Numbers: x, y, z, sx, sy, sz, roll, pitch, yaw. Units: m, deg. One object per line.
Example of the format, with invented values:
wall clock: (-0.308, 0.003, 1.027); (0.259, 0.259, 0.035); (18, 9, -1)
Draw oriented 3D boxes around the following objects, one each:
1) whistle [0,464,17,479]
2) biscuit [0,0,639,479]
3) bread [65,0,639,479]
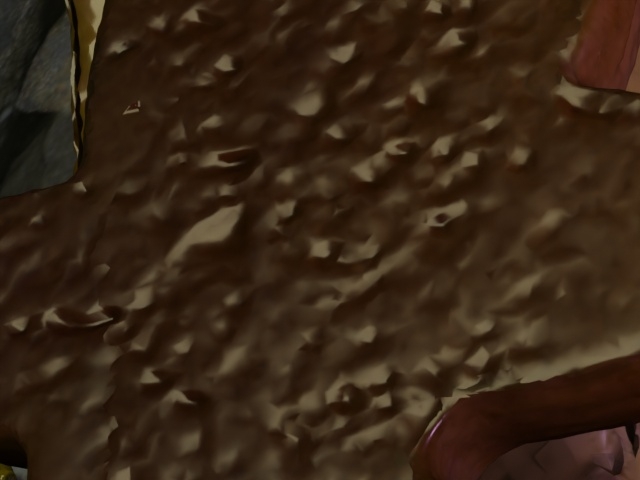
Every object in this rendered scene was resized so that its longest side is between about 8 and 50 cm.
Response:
whistle: (-0.196, 0.121, 0.939); (0.109, 0.046, 0.057); (6, 42, 40)
biscuit: (0.001, 0.001, 0.559); (0.283, 0.064, 0.432); (-9, 55, 26)
bread: (-0.002, 0.009, 0.667); (0.248, 0.279, 0.315); (-19, 21, 20)
